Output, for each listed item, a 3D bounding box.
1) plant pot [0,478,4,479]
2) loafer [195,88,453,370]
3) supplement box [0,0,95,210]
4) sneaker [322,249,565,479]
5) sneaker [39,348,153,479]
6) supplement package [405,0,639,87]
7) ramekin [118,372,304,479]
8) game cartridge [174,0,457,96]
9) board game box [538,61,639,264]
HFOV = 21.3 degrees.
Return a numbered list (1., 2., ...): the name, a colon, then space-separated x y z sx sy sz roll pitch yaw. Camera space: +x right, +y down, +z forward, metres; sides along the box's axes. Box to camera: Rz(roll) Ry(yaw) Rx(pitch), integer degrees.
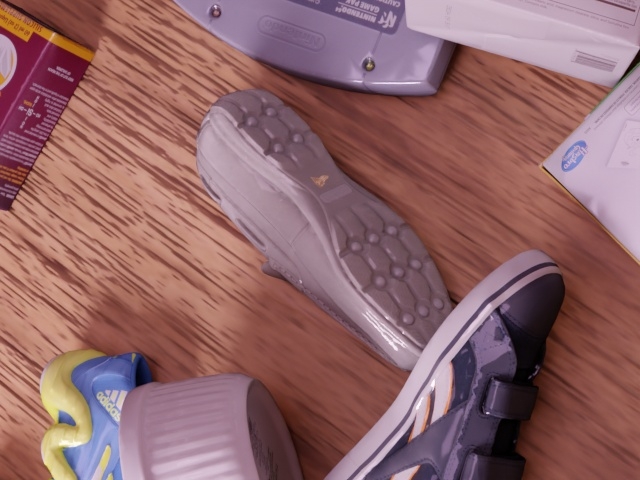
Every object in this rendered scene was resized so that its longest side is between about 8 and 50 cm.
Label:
1. plant pot: -0.315 0.275 1.633 0.083 0.083 0.079 -34 56 14
2. loafer: 0.000 0.000 1.538 0.319 0.112 0.111 51 137 22
3. supplement box: -0.326 -0.138 1.705 0.104 0.081 0.188 31 94 25
4. sneaker: 0.125 0.163 1.435 0.127 0.126 0.321 44 108 27
5. sneaker: -0.193 0.211 1.579 0.126 0.091 0.240 -15 74 20
6. supplement package: 0.200 -0.292 1.414 0.198 0.199 0.263 17 87 5
7. ramekin: -0.085 0.213 1.475 0.109 0.207 0.207 -17 74 11
8. game cartridge: 0.007 -0.248 1.599 0.294 0.060 0.196 22 86 25
9. board game box: 0.373 -0.036 1.394 0.242 0.064 0.316 -45 67 10
